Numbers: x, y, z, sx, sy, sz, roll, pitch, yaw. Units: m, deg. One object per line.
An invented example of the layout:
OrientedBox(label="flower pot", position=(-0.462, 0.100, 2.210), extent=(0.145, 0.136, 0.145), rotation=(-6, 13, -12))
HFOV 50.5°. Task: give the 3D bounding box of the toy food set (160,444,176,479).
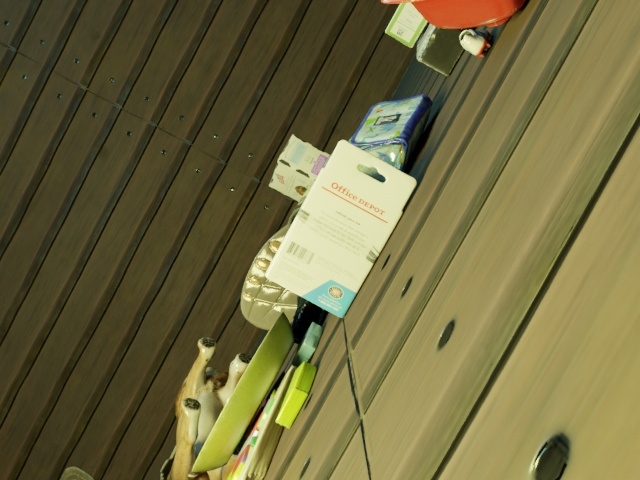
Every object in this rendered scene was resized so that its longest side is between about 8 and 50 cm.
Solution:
OrientedBox(label="toy food set", position=(-0.277, 0.466, 1.292), extent=(0.132, 0.039, 0.191), rotation=(-65, -26, -61))

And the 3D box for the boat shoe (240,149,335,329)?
OrientedBox(label="boat shoe", position=(0.000, 0.000, 1.143), extent=(0.355, 0.132, 0.130), rotation=(-53, -7, 6))

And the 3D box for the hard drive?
OrientedBox(label="hard drive", position=(0.246, -0.413, 1.163), extent=(0.236, 0.064, 0.339), rotation=(-60, 2, 21))

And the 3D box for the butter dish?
OrientedBox(label="butter dish", position=(0.171, -0.280, 0.722), extent=(0.160, 0.118, 0.160), rotation=(6, 60, 39))

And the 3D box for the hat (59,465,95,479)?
OrientedBox(label="hat", position=(-0.294, 0.484, 1.007), extent=(0.134, 0.331, 0.331), rotation=(-5, -46, -45))

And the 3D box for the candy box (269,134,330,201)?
OrientedBox(label="candy box", position=(-0.002, -0.124, 1.453), extent=(0.070, 0.196, 0.165), rotation=(-63, 3, -18))

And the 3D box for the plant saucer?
OrientedBox(label="plant saucer", position=(-0.095, 0.210, 0.918), extent=(0.240, 0.037, 0.241), rotation=(-61, -4, -6))

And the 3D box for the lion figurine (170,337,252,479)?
OrientedBox(label="lion figurine", position=(-0.199, 0.332, 1.158), extent=(0.392, 0.142, 0.240), rotation=(-77, 8, -65))

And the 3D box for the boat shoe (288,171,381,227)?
OrientedBox(label="boat shoe", position=(0.022, -0.037, 0.911), extent=(0.073, 0.080, 0.224), rotation=(-52, 18, -17))

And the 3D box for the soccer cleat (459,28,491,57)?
OrientedBox(label="soccer cleat", position=(0.182, -0.238, 0.806), extent=(0.029, 0.036, 0.083), rotation=(-61, 3, 28))

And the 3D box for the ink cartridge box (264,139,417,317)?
OrientedBox(label="ink cartridge box", position=(0.024, -0.016, 0.787), extent=(0.180, 0.104, 0.060), rotation=(-61, 1, 9))

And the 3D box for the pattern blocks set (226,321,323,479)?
OrientedBox(label="pattern blocks set", position=(-0.078, 0.252, 0.821), extent=(0.285, 0.026, 0.325), rotation=(-60, 2, 26))

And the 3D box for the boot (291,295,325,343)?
OrientedBox(label="boot", position=(-0.014, 0.097, 1.012), extent=(0.099, 0.045, 0.121), rotation=(118, 172, -68))

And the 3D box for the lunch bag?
OrientedBox(label="lunch bag", position=(0.090, -0.131, 0.965), extent=(0.151, 0.096, 0.128), rotation=(-39, 15, 44))

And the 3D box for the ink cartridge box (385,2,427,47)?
OrientedBox(label="ink cartridge box", position=(0.199, -0.465, 1.226), extent=(0.209, 0.062, 0.109), rotation=(-59, 3, 38))
